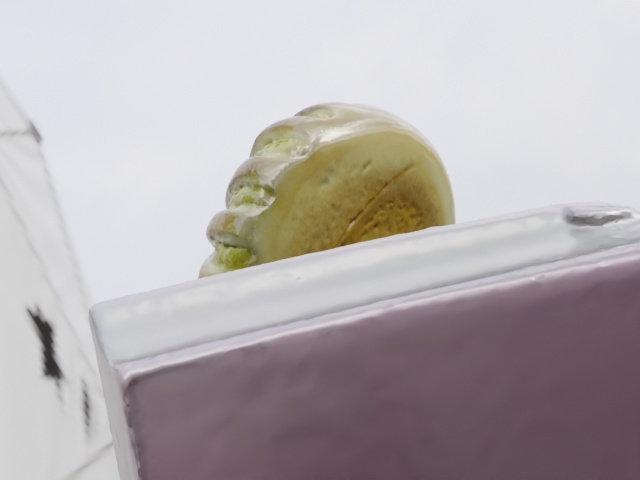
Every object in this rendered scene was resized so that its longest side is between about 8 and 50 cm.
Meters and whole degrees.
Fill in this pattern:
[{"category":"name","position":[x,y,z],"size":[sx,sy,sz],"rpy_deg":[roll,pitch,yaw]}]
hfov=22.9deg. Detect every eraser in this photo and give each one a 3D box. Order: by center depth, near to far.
[{"category":"eraser","position":[0.058,0.134,0.993],"size":[0.359,0.122,0.272],"rpy_deg":[-14,-66,-13]}]

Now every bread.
[{"category":"bread","position":[0.000,0.000,1.725],"size":[0.333,0.160,0.333],"rpy_deg":[-10,-74,-39]}]
